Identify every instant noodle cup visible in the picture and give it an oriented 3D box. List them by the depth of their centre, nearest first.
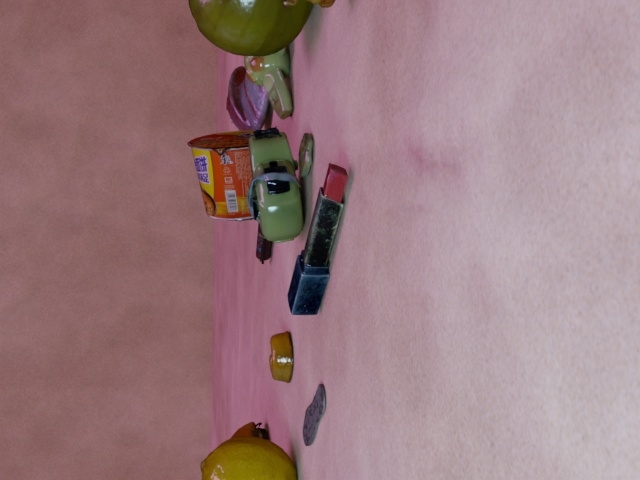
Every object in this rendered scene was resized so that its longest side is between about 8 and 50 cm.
[{"bbox_3d":[-0.188,-0.147,1.728,0.213,0.213,0.174,-128,32,-69],"label":"instant noodle cup"}]

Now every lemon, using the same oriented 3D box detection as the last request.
[{"bbox_3d":[-0.141,0.473,1.482,0.178,0.203,0.178,19,-90,-86],"label":"lemon"}]

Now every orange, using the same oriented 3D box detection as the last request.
[{"bbox_3d":[-0.175,0.520,1.832,0.170,0.112,0.160,99,169,-80],"label":"orange"}]

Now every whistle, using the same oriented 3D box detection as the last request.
[{"bbox_3d":[-0.132,-0.395,1.615,0.141,0.141,0.294,115,152,-60],"label":"whistle"}]

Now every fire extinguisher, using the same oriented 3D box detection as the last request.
[{"bbox_3d":[-0.132,0.004,1.806,0.056,0.039,0.132,-95,11,-62],"label":"fire extinguisher"}]

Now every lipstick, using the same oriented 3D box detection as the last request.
[{"bbox_3d":[0.000,0.000,1.219,0.051,0.051,0.312,-101,20,-45],"label":"lipstick"}]

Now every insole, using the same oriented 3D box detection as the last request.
[{"bbox_3d":[-0.012,0.310,1.342,0.193,0.006,0.065,108,159,-51],"label":"insole"}]

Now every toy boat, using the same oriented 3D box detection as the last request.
[{"bbox_3d":[-0.147,-0.390,1.843,0.282,0.096,0.206,-54,42,47],"label":"toy boat"}]

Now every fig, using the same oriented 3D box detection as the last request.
[{"bbox_3d":[-0.113,-0.465,1.348,0.271,0.239,0.240,-44,45,51],"label":"fig"}]

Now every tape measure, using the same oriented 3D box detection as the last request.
[{"bbox_3d":[-0.088,-0.085,1.448,0.175,0.106,0.200,-106,12,-51],"label":"tape measure"}]

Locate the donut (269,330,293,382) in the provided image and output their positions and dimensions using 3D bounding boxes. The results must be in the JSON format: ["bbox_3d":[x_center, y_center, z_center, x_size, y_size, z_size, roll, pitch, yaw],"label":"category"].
[{"bbox_3d":[-0.083,0.244,1.579,0.097,0.043,0.108,-110,20,-58],"label":"donut"}]

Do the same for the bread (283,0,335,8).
[{"bbox_3d":[-0.020,-0.466,1.111,0.139,0.143,0.229,120,146,-66],"label":"bread"}]

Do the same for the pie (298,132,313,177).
[{"bbox_3d":[-0.027,-0.159,1.404,0.085,0.017,0.085,-179,90,-77],"label":"pie"}]
